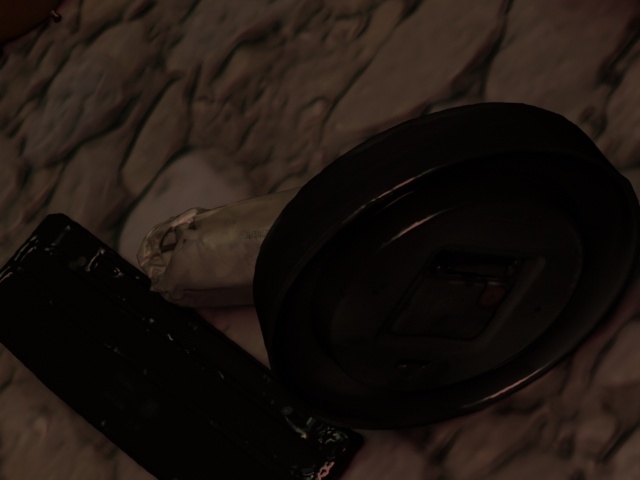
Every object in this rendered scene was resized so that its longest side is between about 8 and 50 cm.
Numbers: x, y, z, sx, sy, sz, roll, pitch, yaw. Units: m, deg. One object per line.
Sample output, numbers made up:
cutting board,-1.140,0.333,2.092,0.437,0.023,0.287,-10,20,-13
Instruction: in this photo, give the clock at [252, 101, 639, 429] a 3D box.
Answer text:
clock,0.057,0.014,0.793,0.184,0.184,0.040,-32,50,7

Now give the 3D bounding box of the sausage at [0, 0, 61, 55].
sausage,-0.260,-0.267,1.101,0.317,0.117,0.125,60,136,32

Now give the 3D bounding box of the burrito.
burrito,0.000,-0.001,0.898,0.203,0.064,0.064,-8,63,19

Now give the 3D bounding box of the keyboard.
keyboard,-0.091,0.073,0.927,0.250,0.017,0.087,34,81,32
